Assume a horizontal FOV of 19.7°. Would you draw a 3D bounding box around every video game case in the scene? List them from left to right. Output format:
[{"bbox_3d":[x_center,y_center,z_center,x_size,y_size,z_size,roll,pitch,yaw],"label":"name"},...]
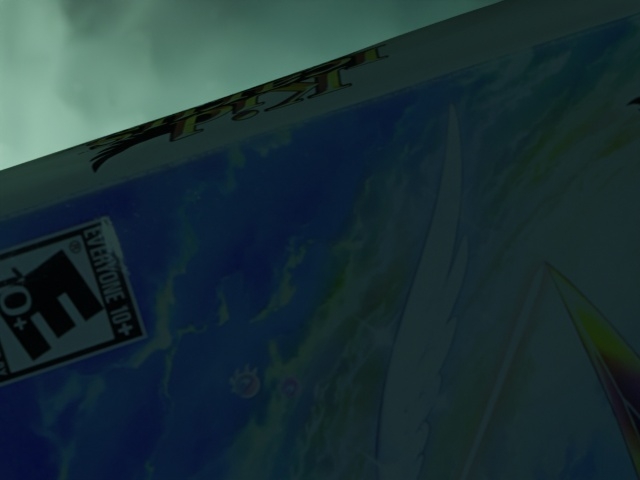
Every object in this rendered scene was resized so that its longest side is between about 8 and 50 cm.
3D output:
[{"bbox_3d":[0.053,0.086,0.407,0.061,0.244,0.269,-143,35,-73],"label":"video game case"}]

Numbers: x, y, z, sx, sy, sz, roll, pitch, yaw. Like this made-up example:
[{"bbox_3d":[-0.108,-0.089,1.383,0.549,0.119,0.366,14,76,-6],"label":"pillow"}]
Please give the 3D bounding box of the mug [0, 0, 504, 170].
[{"bbox_3d":[-0.095,-0.104,0.532,0.276,0.374,0.328,151,94,-86],"label":"mug"}]
